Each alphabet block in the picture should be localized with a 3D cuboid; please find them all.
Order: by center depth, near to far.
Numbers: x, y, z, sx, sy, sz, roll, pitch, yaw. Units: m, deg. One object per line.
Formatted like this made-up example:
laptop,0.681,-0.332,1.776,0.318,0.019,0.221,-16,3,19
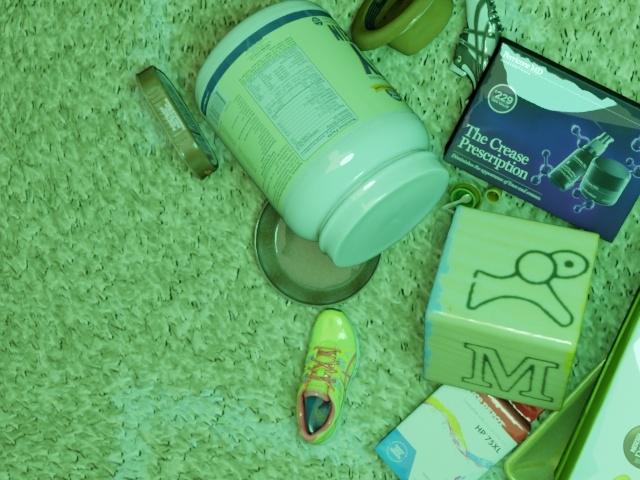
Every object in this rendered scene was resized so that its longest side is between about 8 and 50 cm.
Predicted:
alphabet block,0.256,0.092,1.633,0.197,0.193,0.192,13,60,12

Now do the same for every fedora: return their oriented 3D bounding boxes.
fedora,0.132,-0.329,1.726,0.194,0.194,0.079,-43,117,9

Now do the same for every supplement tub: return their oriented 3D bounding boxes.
supplement tub,0.002,-0.147,1.671,0.235,0.235,0.325,-42,71,9

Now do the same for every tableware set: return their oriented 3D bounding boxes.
tableware set,0.218,-0.021,1.719,0.104,0.024,0.154,27,130,9

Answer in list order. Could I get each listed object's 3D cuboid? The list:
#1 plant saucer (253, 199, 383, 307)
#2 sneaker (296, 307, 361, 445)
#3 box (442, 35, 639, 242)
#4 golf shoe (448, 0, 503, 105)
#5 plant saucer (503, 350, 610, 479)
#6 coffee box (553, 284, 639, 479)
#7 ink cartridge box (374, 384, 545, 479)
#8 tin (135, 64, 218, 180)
plant saucer,0.000,0.000,1.798,0.198,0.036,0.199,0,91,12
sneaker,0.008,0.203,1.768,0.081,0.094,0.209,6,90,14
box,0.325,-0.141,1.660,0.261,0.103,0.184,26,104,1
golf shoe,0.222,-0.284,1.730,0.094,0.077,0.198,-16,86,12
plant saucer,0.484,0.309,1.674,0.333,0.081,0.333,43,99,9
coffee box,0.494,0.237,1.459,0.334,0.338,0.338,24,95,12
ink cartridge box,0.208,0.267,1.733,0.231,0.078,0.134,-44,82,8
tin,-0.214,-0.178,1.807,0.040,0.106,0.190,-32,84,10
